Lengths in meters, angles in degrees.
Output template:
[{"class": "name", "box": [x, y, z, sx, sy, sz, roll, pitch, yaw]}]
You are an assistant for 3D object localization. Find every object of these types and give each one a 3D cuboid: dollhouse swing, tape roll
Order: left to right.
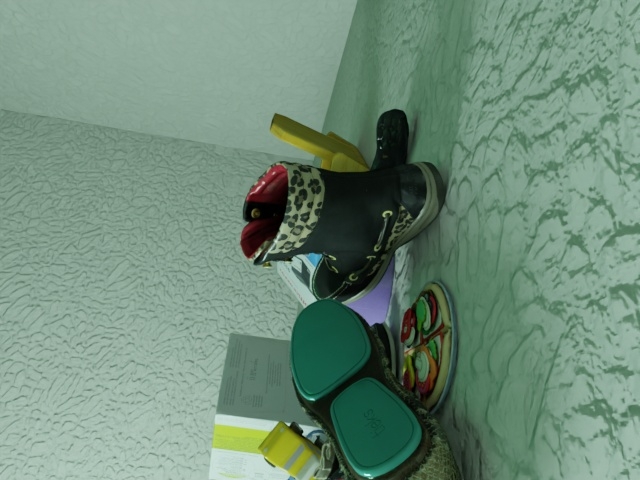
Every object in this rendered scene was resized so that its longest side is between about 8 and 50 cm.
[{"class": "dollhouse swing", "box": [-0.027, -0.207, 1.574, 0.347, 0.305, 0.315, -100, 19, -67]}, {"class": "tape roll", "box": [0.087, 0.093, 1.138, 0.275, 0.090, 0.275, -171, 90, -83]}]

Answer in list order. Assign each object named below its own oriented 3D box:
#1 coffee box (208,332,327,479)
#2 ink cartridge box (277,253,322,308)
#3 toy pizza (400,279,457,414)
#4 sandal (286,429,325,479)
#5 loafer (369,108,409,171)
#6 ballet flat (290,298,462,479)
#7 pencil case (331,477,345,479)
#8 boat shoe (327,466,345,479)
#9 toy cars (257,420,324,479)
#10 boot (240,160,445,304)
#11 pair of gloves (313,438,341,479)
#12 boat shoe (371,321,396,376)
[{"class": "coffee box", "box": [-0.165, 0.556, 1.625, 0.338, 0.338, 0.334, -91, 11, -57]}, {"class": "ink cartridge box", "box": [-0.022, 0.039, 1.416, 0.223, 0.129, 0.307, 49, 151, 34]}, {"class": "toy pizza", "box": [0.151, 0.158, 0.743, 0.201, 0.032, 0.201, -171, 90, -84]}, {"class": "sandal", "box": [-0.023, 0.626, 1.334, 0.138, 0.126, 0.317, -84, 14, -54]}, {"class": "loafer", "box": [0.150, -0.167, 1.057, 0.078, 0.076, 0.223, -31, -47, -49]}, {"class": "ballet flat", "box": [0.066, 0.251, 0.742, 0.182, 0.164, 0.483, 58, 175, -19]}, {"class": "pencil case", "box": [0.054, 0.465, 0.644, 0.124, 0.124, 0.284, 108, 157, -56]}, {"class": "boat shoe", "box": [0.060, 0.451, 0.889, 0.301, 0.108, 0.102, 96, 178, -65]}, {"class": "toy cars", "box": [-0.041, 0.587, 1.131, 0.087, 0.176, 0.394, 28, 124, 57]}, {"class": "boot", "box": [0.000, 0.000, 0.847, 0.377, 0.284, 0.138, -49, 51, 46]}, {"class": "pair of gloves", "box": [0.022, 0.556, 1.065, 0.204, 0.042, 0.240, 66, -151, -51]}, {"class": "boat shoe", "box": [0.096, 0.257, 0.910, 0.084, 0.079, 0.233, 106, 171, -60]}]
